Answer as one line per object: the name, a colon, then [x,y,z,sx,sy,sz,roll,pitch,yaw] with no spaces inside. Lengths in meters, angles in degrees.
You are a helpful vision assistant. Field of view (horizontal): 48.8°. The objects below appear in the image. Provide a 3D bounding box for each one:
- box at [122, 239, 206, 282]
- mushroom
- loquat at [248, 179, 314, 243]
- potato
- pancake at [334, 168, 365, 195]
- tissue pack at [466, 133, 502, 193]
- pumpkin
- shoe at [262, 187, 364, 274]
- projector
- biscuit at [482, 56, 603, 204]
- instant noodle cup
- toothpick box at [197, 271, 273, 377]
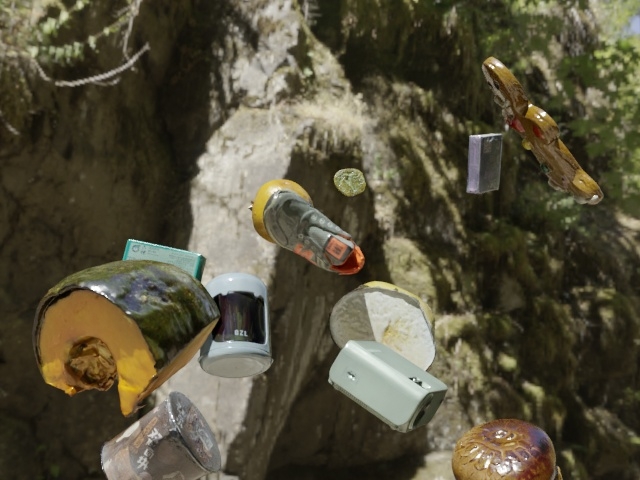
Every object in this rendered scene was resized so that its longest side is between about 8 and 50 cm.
box: [-0.500,0.096,2.235,0.245,0.153,0.092,12,-9,5]
mushroom: [0.467,0.549,1.748,0.278,0.163,0.297,7,17,10]
loquat: [-0.123,-0.091,2.241,0.208,0.208,0.208,4,-13,1]
potato: [0.190,0.237,1.911,0.300,0.246,0.196,30,11,17]
pancake: [0.095,-0.188,2.282,0.108,0.108,0.017,4,-24,1]
tissue pack: [0.440,-0.206,1.892,0.051,0.156,0.112,12,18,41]
pumpkin: [-0.364,0.161,1.312,0.303,0.256,0.225,15,18,18]
shoe: [0.000,0.000,1.759,0.171,0.132,0.336,28,-8,46]
projector: [0.150,0.312,1.517,0.198,0.108,0.250,31,3,22]
biscuit: [0.523,-0.268,1.757,0.432,0.064,0.283,49,7,-17]
instant noodle cup: [-0.371,0.490,1.626,0.207,0.217,0.217,-32,-18,2]
toothpick box: [-0.291,0.270,2.393,0.263,0.354,0.263,-3,-30,-2]
